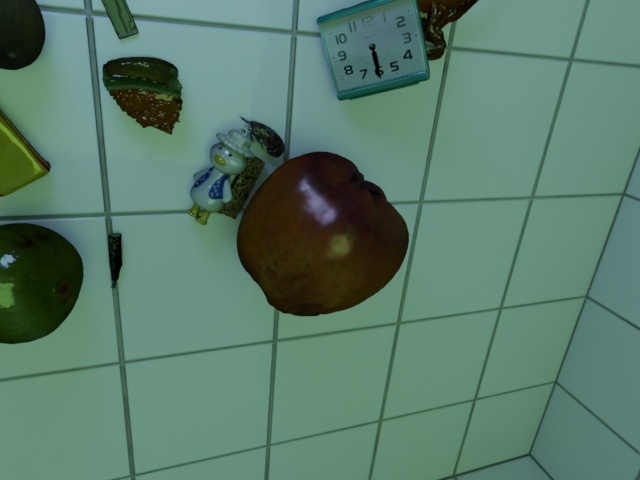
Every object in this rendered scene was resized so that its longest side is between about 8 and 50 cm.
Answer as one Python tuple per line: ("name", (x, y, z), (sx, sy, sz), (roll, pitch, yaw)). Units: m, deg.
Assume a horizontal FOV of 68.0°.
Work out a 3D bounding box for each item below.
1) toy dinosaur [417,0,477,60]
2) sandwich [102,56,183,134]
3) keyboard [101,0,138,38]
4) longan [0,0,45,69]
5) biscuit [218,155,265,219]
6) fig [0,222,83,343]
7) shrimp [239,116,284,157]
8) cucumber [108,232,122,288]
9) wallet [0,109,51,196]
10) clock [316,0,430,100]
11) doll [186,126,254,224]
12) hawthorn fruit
("toy dinosaur", (0.339, -0.627, 1.360), (0.432, 0.097, 0.208), (-16, 113, -15))
("sandwich", (-0.437, -0.360, 1.169), (0.184, 0.109, 0.160), (1, 133, -25))
("keyboard", (-0.480, -0.555, 1.104), (0.053, 0.010, 0.155), (-22, 121, -10))
("longan", (-0.674, -0.457, 0.962), (0.196, 0.196, 0.220), (-45, 160, 3))
("biscuit", (-0.230, -0.155, 1.383), (0.064, 0.034, 0.199), (25, 104, -30))
("fig", (-0.766, 0.096, 1.152), (0.316, 0.316, 0.316), (-9, 117, -18))
("shrimp", (-0.166, -0.294, 1.331), (0.165, 0.057, 0.065), (31, 106, -28))
("cucumber", (-0.577, 0.057, 1.338), (0.038, 0.043, 0.163), (10, 114, 4))
("wallet", (-0.773, -0.230, 1.113), (0.141, 0.067, 0.241), (-31, 117, -1))
("clock", (0.149, -0.522, 1.277), (0.262, 0.116, 0.231), (-7, 119, 23))
("doll", (-0.276, -0.181, 1.306), (0.293, 0.138, 0.119), (-57, 161, 13))
("hawthorn fruit", (0.000, 0.000, 1.322), (0.471, 0.472, 0.472), (-9, 117, -18))
